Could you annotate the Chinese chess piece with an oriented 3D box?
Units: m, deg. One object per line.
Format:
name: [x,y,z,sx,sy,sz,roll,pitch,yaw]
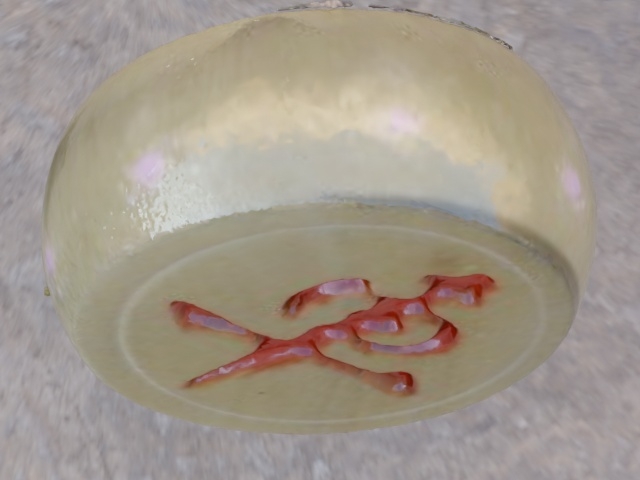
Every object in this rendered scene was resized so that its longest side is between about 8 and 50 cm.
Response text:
Chinese chess piece: [0.000,0.000,0.875,0.250,0.251,0.097,-1,60,-5]
